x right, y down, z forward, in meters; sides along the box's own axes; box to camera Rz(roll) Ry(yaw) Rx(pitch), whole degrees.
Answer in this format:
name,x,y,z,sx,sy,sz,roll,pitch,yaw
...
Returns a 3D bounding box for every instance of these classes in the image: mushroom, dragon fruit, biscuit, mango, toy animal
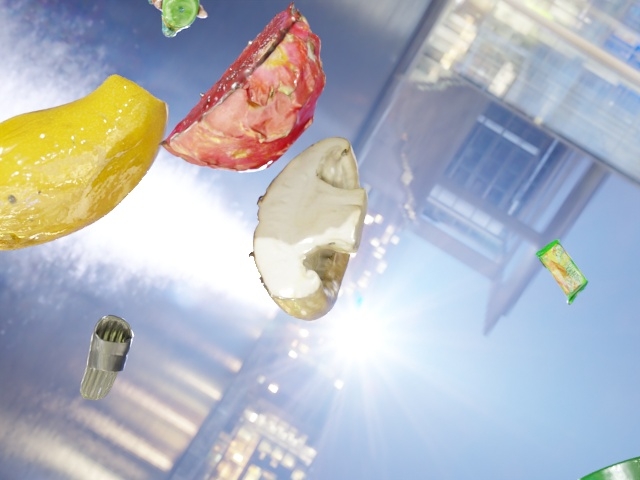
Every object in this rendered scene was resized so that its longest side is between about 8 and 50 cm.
name,x,y,z,sx,sy,sz,roll,pitch,yaw
mushroom,0.000,0.000,1.376,0.151,0.156,0.285,64,34,-50
dragon fruit,-0.072,-0.187,1.272,0.261,0.163,0.189,-53,137,-11
biscuit,0.336,0.040,1.342,0.046,0.089,0.016,-39,-173,-19
mango,-0.371,-0.106,1.394,0.359,0.186,0.144,-27,-179,-14
toy animal,-0.264,-0.409,1.660,0.208,0.100,0.103,42,-60,46

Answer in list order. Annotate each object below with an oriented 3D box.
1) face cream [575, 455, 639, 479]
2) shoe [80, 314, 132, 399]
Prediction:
name,x,y,z,sx,sy,sz,roll,pitch,yaw
face cream,0.475,0.485,1.298,0.220,0.312,0.356,-32,-125,24
shoe,-0.319,0.186,1.447,0.159,0.062,0.053,-66,-153,27
